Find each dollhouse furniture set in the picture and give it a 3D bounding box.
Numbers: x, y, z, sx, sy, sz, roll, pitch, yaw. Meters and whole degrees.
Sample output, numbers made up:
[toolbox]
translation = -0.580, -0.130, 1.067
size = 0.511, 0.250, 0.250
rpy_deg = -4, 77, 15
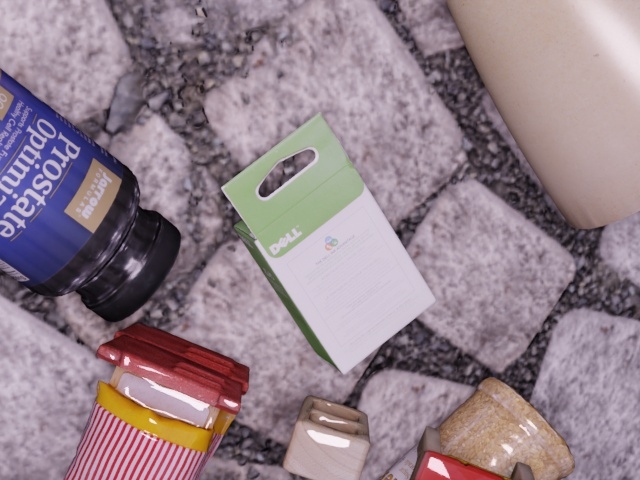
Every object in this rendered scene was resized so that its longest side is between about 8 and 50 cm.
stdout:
[dollhouse furniture set]
translation = -0.029, 0.225, 1.062
size = 0.374, 0.152, 0.201
rpy_deg = 21, 95, 0

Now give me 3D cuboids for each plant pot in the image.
[plant pot]
translation = 0.219, -0.195, 1.106
size = 0.256, 0.256, 0.274
rpy_deg = -44, 99, -7

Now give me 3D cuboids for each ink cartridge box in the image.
[ink cartridge box]
translation = 0.000, 0.000, 1.141
size = 0.109, 0.062, 0.209
rpy_deg = -37, 114, -10

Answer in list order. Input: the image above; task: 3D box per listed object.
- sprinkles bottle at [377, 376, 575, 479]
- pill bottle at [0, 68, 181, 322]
[sprinkles bottle]
translation = 0.069, 0.284, 1.213
size = 0.355, 0.121, 0.121
rpy_deg = -42, 115, -9
[pill bottle]
translation = -0.217, -0.035, 1.007
size = 0.219, 0.123, 0.123
rpy_deg = 39, 87, -26
